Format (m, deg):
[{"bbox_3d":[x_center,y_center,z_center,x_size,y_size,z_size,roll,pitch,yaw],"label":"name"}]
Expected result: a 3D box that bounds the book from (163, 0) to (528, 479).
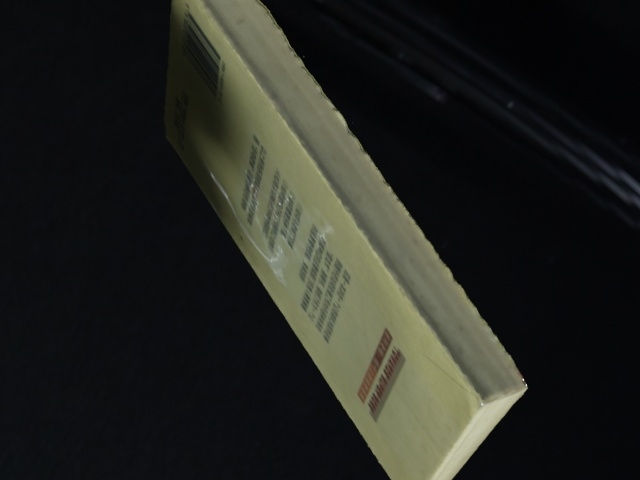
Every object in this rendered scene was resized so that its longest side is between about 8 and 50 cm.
[{"bbox_3d":[0.000,0.000,0.714,0.026,0.161,0.231,-28,-107,-18],"label":"book"}]
